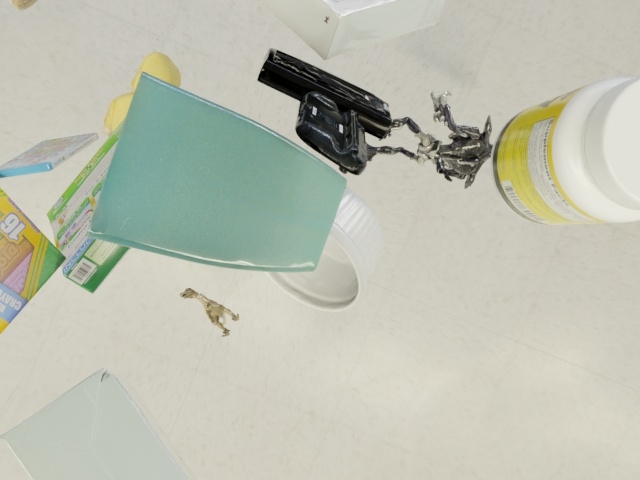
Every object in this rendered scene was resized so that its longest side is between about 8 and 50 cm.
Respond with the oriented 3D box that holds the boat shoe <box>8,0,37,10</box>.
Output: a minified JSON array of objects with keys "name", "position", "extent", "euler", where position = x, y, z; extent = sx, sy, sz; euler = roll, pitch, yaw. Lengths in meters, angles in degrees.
[{"name":"boat shoe","position":[-0.501,-0.557,1.503],"extent":[0.092,0.103,0.285],"euler":[36,77,-8]}]

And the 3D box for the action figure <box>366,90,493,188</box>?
[{"name":"action figure","position":[0.210,-0.188,1.483],"extent":[0.276,0.141,0.164],"euler":[6,134,-9]}]

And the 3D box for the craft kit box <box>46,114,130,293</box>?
[{"name":"craft kit box","position":[-0.281,-0.078,1.148],"extent":[0.061,0.246,0.250],"euler":[38,93,-34]}]

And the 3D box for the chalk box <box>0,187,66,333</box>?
[{"name":"chalk box","position":[-0.377,0.053,0.772],"extent":[0.132,0.132,0.213],"euler":[54,46,-26]}]

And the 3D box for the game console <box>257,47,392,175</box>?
[{"name":"game console","position":[0.004,-0.188,1.173],"extent":[0.213,0.361,0.044],"euler":[24,113,-9]}]

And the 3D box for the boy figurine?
[{"name":"boy figurine","position":[-0.335,-0.207,1.503],"extent":[0.177,0.092,0.285],"euler":[15,93,29]}]

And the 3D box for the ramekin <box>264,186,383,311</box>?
[{"name":"ramekin","position":[0.000,0.000,1.264],"extent":[0.207,0.207,0.109],"euler":[43,55,-6]}]

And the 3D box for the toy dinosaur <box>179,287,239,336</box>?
[{"name":"toy dinosaur","position":[-0.198,0.137,1.567],"extent":[0.053,0.183,0.092],"euler":[-45,56,-4]}]

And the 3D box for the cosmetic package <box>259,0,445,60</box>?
[{"name":"cosmetic package","position":[-0.003,-0.487,1.413],"extent":[0.284,0.097,0.377],"euler":[-25,62,-39]}]

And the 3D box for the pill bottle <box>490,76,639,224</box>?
[{"name":"pill bottle","position":[0.234,-0.072,0.688],"extent":[0.119,0.208,0.119],"euler":[0,91,-9]}]

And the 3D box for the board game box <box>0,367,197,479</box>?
[{"name":"board game box","position":[-0.157,0.231,0.727],"extent":[0.097,0.303,0.224],"euler":[-35,87,-15]}]

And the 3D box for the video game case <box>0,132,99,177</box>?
[{"name":"video game case","position":[-0.476,-0.148,1.410],"extent":[0.119,0.166,0.015],"euler":[-5,114,18]}]

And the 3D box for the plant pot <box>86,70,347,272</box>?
[{"name":"plant pot","position":[-0.105,-0.057,0.864],"extent":[0.234,0.165,0.165],"euler":[19,95,-15]}]
